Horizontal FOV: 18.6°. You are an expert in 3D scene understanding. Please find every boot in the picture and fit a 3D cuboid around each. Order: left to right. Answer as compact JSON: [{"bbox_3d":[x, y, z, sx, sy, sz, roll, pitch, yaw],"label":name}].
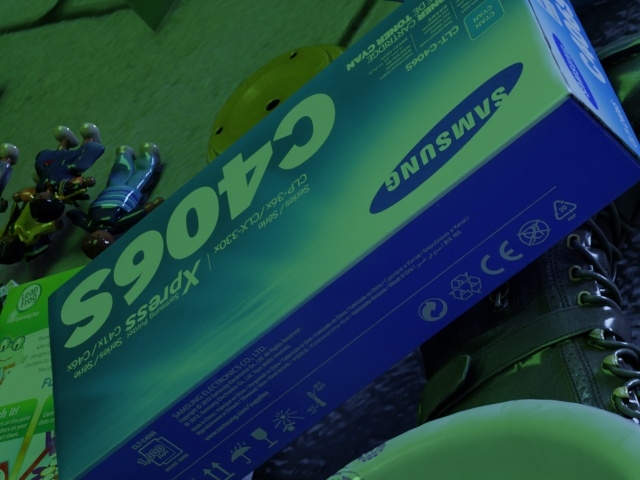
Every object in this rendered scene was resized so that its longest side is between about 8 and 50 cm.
[{"bbox_3d":[0.142,0.027,1.013,0.263,0.091,0.229,-37,35,18],"label":"boot"}]

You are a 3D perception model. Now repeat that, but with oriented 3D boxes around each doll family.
[{"bbox_3d":[-0.207,-0.027,1.507,0.193,0.076,0.111,-17,33,33],"label":"doll family"}]

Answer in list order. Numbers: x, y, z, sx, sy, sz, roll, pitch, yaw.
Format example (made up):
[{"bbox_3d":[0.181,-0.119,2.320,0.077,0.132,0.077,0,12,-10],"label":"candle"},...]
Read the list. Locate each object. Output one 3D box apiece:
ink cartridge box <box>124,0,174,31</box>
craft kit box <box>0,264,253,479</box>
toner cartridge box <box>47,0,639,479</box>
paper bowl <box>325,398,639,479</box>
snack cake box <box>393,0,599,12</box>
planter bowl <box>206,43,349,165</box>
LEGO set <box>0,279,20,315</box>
[{"bbox_3d":[-0.148,-0.292,1.750,0.062,0.109,0.209,-5,46,48],"label":"ink cartridge box"},{"bbox_3d":[-0.136,0.117,1.219,0.250,0.061,0.246,-15,49,39],"label":"craft kit box"},{"bbox_3d":[0.000,0.000,1.059,0.348,0.075,0.165,-39,36,18],"label":"toner cartridge box"},{"bbox_3d":[0.066,0.215,0.771,0.284,0.148,0.284,-30,32,21],"label":"paper bowl"},{"bbox_3d":[0.091,-0.221,1.178,0.089,0.264,0.152,-23,79,32],"label":"snack cake box"},{"bbox_3d":[-0.009,-0.064,1.295,0.217,0.090,0.217,-31,31,21],"label":"planter bowl"},{"bbox_3d":[-0.285,0.129,1.443,0.244,0.060,0.182,-26,37,41],"label":"LEGO set"}]
